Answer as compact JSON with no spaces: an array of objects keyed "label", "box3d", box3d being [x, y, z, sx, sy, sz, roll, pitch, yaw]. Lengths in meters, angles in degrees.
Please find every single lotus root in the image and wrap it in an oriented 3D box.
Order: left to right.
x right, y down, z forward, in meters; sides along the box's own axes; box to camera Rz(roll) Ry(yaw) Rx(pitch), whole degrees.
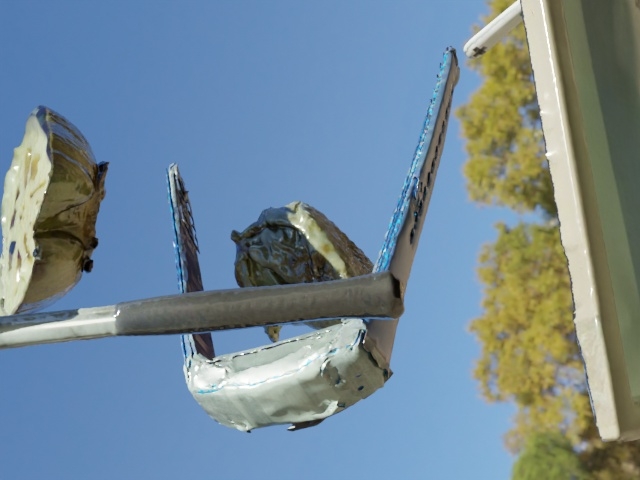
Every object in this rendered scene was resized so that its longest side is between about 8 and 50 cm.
[{"label":"lotus root","box3d":[-0.245,-0.022,1.009,0.078,0.204,0.183,11,-56,-25]}]

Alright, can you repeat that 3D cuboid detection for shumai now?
[{"label":"shumai","box3d":[-0.021,0.049,1.159,0.142,0.184,0.184,-42,-31,9]}]

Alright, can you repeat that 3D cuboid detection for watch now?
[{"label":"watch","box3d":[0.011,0.000,0.837,0.275,0.276,0.068,-101,-17,-44]}]

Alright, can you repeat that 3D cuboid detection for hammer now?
[{"label":"hammer","box3d":[-0.083,0.033,0.527,0.029,0.246,0.103,-91,-8,-49]}]

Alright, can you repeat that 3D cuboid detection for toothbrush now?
[{"label":"toothbrush","box3d":[0.251,-0.264,1.038,0.030,0.304,0.030,30,-140,-29]}]

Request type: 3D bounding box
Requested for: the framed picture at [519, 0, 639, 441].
[{"label":"framed picture","box3d":[0.168,-0.062,0.513,0.213,0.016,0.289,0,-101,-43]}]
